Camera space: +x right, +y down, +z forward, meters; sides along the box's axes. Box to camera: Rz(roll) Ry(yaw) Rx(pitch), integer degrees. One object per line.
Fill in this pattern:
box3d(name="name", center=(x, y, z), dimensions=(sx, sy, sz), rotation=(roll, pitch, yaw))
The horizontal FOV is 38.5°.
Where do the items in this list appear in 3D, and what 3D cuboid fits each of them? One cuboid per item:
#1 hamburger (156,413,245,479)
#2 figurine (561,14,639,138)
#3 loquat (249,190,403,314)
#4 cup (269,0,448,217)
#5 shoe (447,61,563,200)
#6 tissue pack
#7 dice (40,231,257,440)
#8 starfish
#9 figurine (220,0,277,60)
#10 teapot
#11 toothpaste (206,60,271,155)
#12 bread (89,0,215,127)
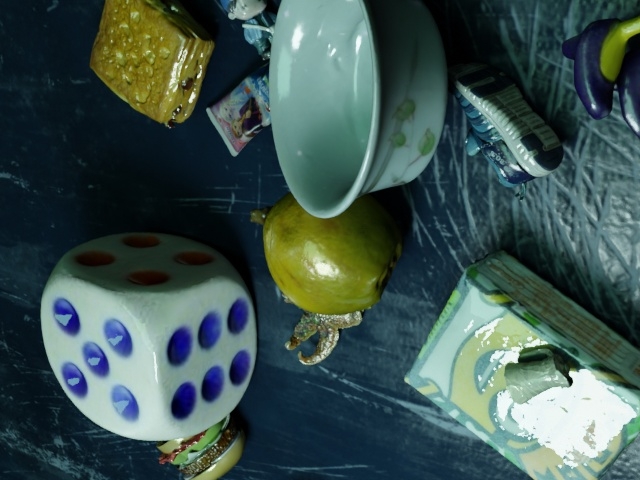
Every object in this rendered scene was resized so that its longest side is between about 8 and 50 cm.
box3d(name="hamburger", center=(-0.223, 0.394, 1.782), dimensions=(0.137, 0.175, 0.175), rotation=(49, 132, -10))
box3d(name="figurine", center=(0.469, -0.249, 0.983), dimensions=(0.421, 0.154, 0.193), rotation=(-11, 65, 48))
box3d(name="loquat", center=(0.000, 0.000, 1.403), dimensions=(0.246, 0.213, 0.213), rotation=(25, 122, 18))
box3d(name="cup", center=(0.065, -0.207, 1.254), dimensions=(0.347, 0.163, 0.347), rotation=(176, 90, -67))
box3d(name="shoe", center=(0.230, -0.154, 1.238), dimensions=(0.207, 0.091, 0.106), rotation=(56, 139, 11))
box3d(name="tissue pack", center=(0.304, 0.192, 1.299), dimensions=(0.311, 0.128, 0.228), rotation=(37, 126, 20))
box3d(name="dice", center=(-0.310, 0.169, 1.673), dimensions=(0.304, 0.277, 0.304), rotation=(16, 116, 33))
box3d(name="starfish", center=(0.004, 0.117, 1.567), dimensions=(0.150, 0.053, 0.209), rotation=(20, 116, 16))
box3d(name="figurine", center=(-0.102, -0.353, 1.437), dimensions=(0.136, 0.077, 0.079), rotation=(63, 168, -21))
box3d(name="teapot", center=(0.286, 0.174, 1.197), dimensions=(0.083, 0.057, 0.067), rotation=(-20, 58, 31))
box3d(name="toothpaste", center=(-0.100, -0.229, 1.494), dimensions=(0.266, 0.061, 0.096), rotation=(-30, 90, 48))
box3d(name="bread", center=(-0.284, -0.326, 1.565), dimensions=(0.235, 0.099, 0.210), rotation=(41, 126, 24))
